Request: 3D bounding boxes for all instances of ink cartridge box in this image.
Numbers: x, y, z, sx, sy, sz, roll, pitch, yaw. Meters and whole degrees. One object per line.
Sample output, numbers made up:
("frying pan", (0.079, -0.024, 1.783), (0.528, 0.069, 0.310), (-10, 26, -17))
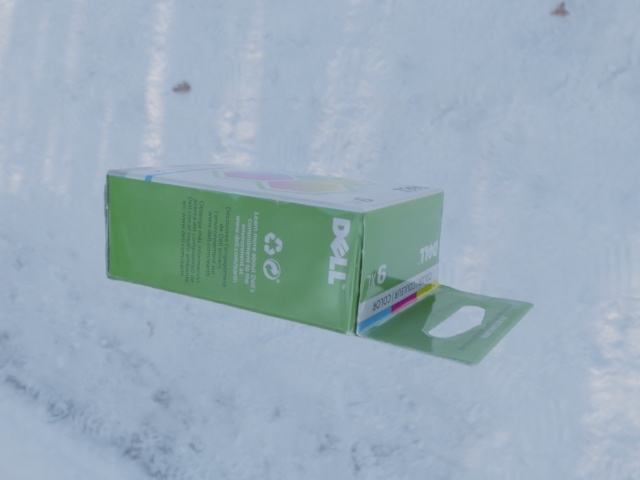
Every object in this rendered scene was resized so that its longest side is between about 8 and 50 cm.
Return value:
("ink cartridge box", (0.000, 0.000, 0.376), (0.209, 0.109, 0.062), (10, 103, 28))
